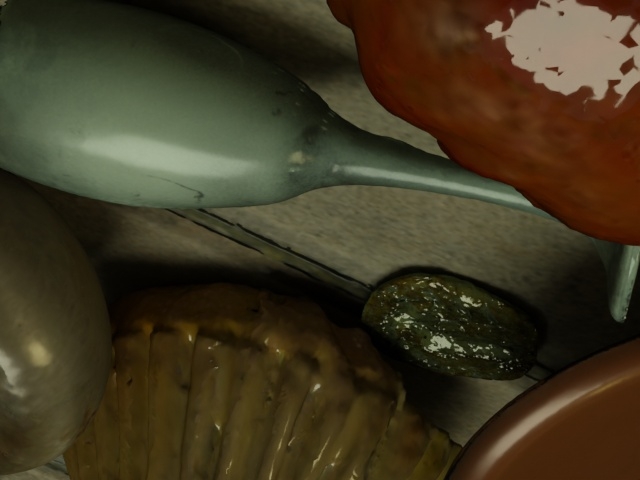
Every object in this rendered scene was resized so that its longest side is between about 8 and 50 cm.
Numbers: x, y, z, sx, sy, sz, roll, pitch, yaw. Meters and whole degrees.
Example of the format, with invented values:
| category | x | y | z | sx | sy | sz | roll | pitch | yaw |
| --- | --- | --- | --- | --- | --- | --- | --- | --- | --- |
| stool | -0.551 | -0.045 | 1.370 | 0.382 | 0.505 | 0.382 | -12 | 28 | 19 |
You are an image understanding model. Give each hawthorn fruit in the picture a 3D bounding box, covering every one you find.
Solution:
| category | x | y | z | sx | sy | sz | roll | pitch | yaw |
| --- | --- | --- | --- | --- | --- | --- | --- | --- | --- |
| hawthorn fruit | 0.123 | -0.124 | 0.572 | 0.261 | 0.224 | 0.224 | -29 | 131 | 23 |

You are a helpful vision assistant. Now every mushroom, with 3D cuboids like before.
| category | x | y | z | sx | sy | sz | roll | pitch | yaw |
| --- | --- | --- | --- | --- | --- | --- | --- | --- | --- |
| mushroom | -0.226 | 0.062 | 1.026 | 0.207 | 0.215 | 0.207 | 16 | 134 | 18 |

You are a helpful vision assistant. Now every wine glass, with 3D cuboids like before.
| category | x | y | z | sx | sy | sz | roll | pitch | yaw |
| --- | --- | --- | --- | --- | --- | --- | --- | --- | --- |
| wine glass | 0.000 | 0.000 | 0.935 | 0.309 | 0.096 | 0.264 | 12 | 150 | 9 |

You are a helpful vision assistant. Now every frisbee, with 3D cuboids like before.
| category | x | y | z | sx | sy | sz | roll | pitch | yaw |
| --- | --- | --- | --- | --- | --- | --- | --- | --- | --- |
| frisbee | 0.182 | 0.119 | 1.003 | 0.250 | 0.021 | 0.251 | -12 | 142 | -10 |

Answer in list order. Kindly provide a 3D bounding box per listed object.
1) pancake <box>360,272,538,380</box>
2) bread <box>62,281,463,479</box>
| category | x | y | z | sx | sy | sz | roll | pitch | yaw |
| --- | --- | --- | --- | --- | --- | --- | --- | --- | --- |
| pancake | 0.074 | 0.051 | 1.065 | 0.108 | 0.017 | 0.108 | 13 | 150 | 8 |
| bread | -0.043 | 0.143 | 1.147 | 0.274 | 0.149 | 0.274 | 13 | 146 | 9 |
